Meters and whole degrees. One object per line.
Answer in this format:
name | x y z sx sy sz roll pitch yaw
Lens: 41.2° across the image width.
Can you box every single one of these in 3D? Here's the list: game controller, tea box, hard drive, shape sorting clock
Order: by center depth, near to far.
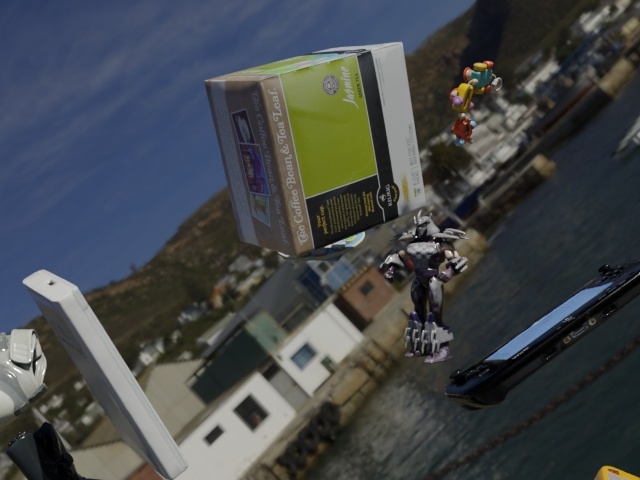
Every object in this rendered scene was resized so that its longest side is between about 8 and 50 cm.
game controller | 0.307 0.119 1.124 0.319 0.067 0.166 -34 -12 -10
hard drive | -0.357 0.217 1.406 0.047 0.353 0.233 -35 22 -24
tea box | -0.004 -0.182 1.628 0.324 0.328 0.220 -21 19 -31
shape sorting clock | 0.000 0.000 1.961 0.206 0.040 0.206 -10 24 5

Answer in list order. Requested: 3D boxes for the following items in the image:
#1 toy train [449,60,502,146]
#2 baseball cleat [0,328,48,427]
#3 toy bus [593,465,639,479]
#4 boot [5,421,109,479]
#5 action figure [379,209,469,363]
toy train | 0.292 -0.274 1.679 0.166 0.046 0.125 -58 -35 -14
baseball cleat | -0.385 0.122 0.970 0.109 0.206 0.072 -39 -24 -22
toy bus | 0.464 0.565 1.465 0.130 0.108 0.332 -60 -9 -70
boot | -0.451 0.426 1.569 0.094 0.207 0.246 -40 -14 9
action figure | 0.203 0.084 1.624 0.099 0.284 0.185 -5 2 -38
